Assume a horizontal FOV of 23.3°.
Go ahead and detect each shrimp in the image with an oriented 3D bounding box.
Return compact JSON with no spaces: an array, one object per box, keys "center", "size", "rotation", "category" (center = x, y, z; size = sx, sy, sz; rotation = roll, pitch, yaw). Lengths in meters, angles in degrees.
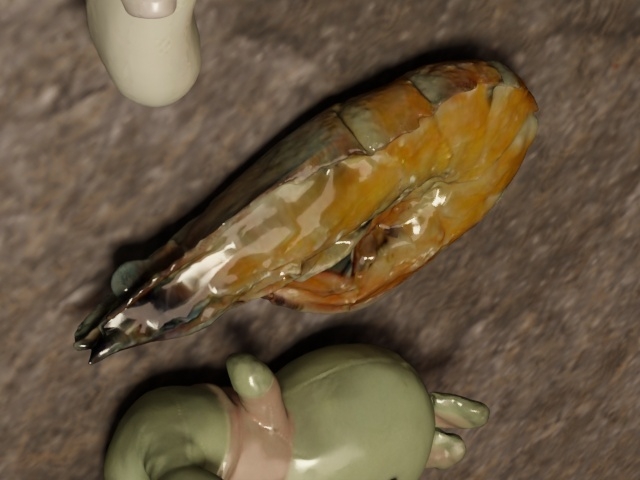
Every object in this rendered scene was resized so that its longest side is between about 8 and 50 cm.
[{"center":[0.000,0.000,0.901],"size":[0.317,0.062,0.164],"rotation":[-30,139,-19],"category":"shrimp"}]

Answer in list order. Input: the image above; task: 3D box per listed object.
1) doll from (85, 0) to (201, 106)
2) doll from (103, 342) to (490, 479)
[{"center":[-0.117,-0.163,0.547],"size":[0.366,0.187,0.376],"rotation":[-3,137,-32],"category":"doll"},{"center":[-0.022,0.125,0.954],"size":[0.275,0.113,0.155],"rotation":[-13,139,-40],"category":"doll"}]
